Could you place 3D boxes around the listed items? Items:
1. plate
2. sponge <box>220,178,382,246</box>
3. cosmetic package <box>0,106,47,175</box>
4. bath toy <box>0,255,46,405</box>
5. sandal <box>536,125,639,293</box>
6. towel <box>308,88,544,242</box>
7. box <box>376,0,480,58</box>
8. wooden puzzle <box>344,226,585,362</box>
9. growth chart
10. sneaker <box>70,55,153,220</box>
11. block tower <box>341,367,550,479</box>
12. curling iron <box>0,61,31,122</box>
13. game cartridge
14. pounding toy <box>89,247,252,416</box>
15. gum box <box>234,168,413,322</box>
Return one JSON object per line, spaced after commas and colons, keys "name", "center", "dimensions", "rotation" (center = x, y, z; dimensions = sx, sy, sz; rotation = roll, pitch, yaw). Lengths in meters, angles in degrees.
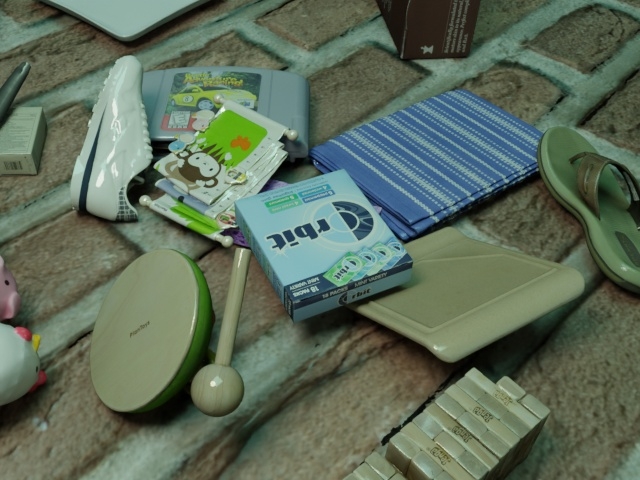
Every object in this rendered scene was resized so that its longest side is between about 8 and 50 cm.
{"name": "plate", "center": [-0.361, -0.465, 1.493], "dimensions": [0.278, 0.045, 0.277], "rotation": [29, 49, 23]}
{"name": "sponge", "center": [-0.034, -0.025, 1.067], "dimensions": [0.210, 0.031, 0.117], "rotation": [16, 45, 21]}
{"name": "cosmetic package", "center": [-0.441, -0.146, 1.165], "dimensions": [0.060, 0.041, 0.115], "rotation": [-2, 45, -4]}
{"name": "bath toy", "center": [-0.413, 0.060, 0.909], "dimensions": [0.151, 0.129, 0.348], "rotation": [-52, 55, 8]}
{"name": "sandal", "center": [0.404, -0.059, 1.101], "dimensions": [0.120, 0.086, 0.303], "rotation": [2, 46, -21]}
{"name": "towel", "center": [0.178, -0.127, 1.206], "dimensions": [0.336, 0.040, 0.243], "rotation": [-26, 48, -29]}
{"name": "box", "center": [0.182, -0.524, 1.495], "dimensions": [0.143, 0.191, 0.381], "rotation": [-3, 45, -8]}
{"name": "wooden puzzle", "center": [0.158, 0.061, 0.964], "dimensions": [0.221, 0.044, 0.239], "rotation": [-22, 26, -24]}
{"name": "growth chart", "center": [-0.141, -0.104, 1.095], "dimensions": [0.172, 0.021, 0.237], "rotation": [21, 57, 15]}
{"name": "sneaker", "center": [-0.273, -0.142, 1.103], "dimensions": [0.095, 0.090, 0.235], "rotation": [13, 79, -6]}
{"name": "block tower", "center": [0.079, 0.255, 0.768], "dimensions": [0.335, 0.097, 0.091], "rotation": [-30, 54, -33]}
{"name": "curling iron", "center": [-0.492, -0.160, 1.133], "dimensions": [0.068, 0.035, 0.274], "rotation": [9, 59, 23]}
{"name": "game cartridge", "center": [-0.163, -0.197, 1.223], "dimensions": [0.294, 0.060, 0.196], "rotation": [0, 41, 0]}
{"name": "pounding toy", "center": [-0.141, 0.109, 0.875], "dimensions": [0.237, 0.110, 0.183], "rotation": [-5, 67, 42]}
{"name": "gum box", "center": [0.000, 0.000, 0.975], "dimensions": [0.157, 0.041, 0.184], "rotation": [-18, 48, -19]}
